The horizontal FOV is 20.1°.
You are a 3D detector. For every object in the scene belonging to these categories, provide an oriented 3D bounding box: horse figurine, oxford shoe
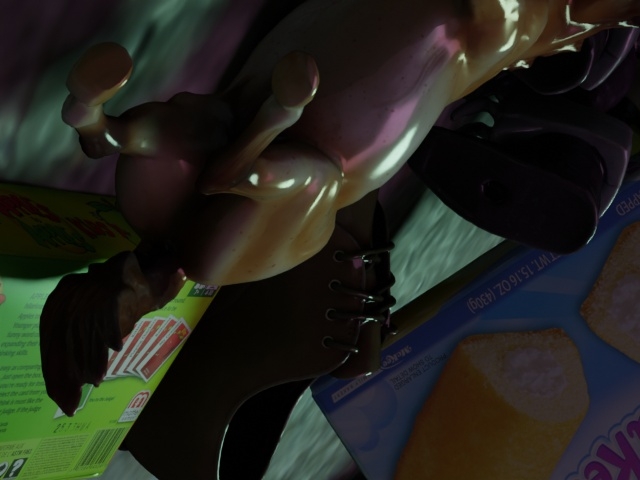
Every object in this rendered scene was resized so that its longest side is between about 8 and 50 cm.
[{"bbox_3d":[0.009,-0.048,0.533,0.263,0.066,0.174,-41,168,-15],"label":"horse figurine"},{"bbox_3d":[0.000,0.000,0.662,0.083,0.096,0.227,-10,132,-59],"label":"oxford shoe"}]

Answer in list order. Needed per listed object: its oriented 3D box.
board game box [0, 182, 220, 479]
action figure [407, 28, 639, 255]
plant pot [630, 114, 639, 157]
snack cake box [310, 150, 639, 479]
[{"bbox_3d":[-0.105,0.031,0.559,0.092,0.043,0.181,-58,159,11],"label":"board game box"},{"bbox_3d":[0.130,-0.102,0.780,0.285,0.099,0.185,-37,148,-56],"label":"action figure"},{"bbox_3d":[0.249,-0.005,1.047,0.212,0.212,0.187,-40,171,-38],"label":"plant pot"},{"bbox_3d":[0.143,0.056,0.848,0.264,0.152,0.089,-34,-177,-1],"label":"snack cake box"}]
